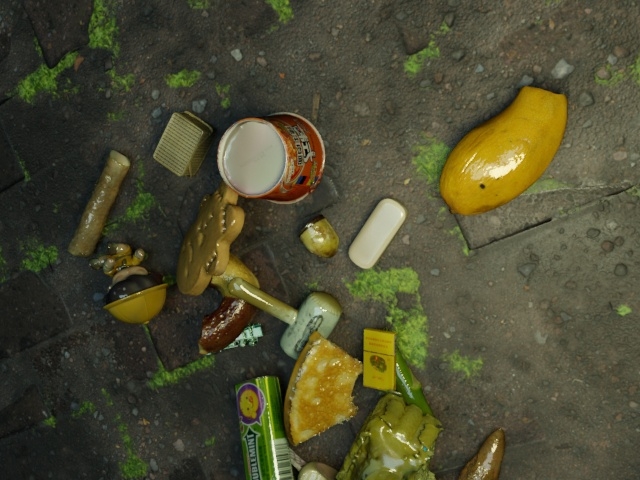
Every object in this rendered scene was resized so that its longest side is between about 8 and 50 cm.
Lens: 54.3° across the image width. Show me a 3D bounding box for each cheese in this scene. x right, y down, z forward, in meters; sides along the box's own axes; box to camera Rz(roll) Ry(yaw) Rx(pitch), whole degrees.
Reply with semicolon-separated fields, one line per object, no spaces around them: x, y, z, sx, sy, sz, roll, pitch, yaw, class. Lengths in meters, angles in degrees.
-0.014;0.650;1.705;0.286;0.163;0.082;29;90;30;cheese

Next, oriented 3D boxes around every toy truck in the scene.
-0.250;0.272;1.787;0.175;0.081;0.067;-13;93;3;toy truck

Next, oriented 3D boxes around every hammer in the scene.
-0.110;0.184;1.647;0.305;0.113;0.202;28;105;-12;hammer

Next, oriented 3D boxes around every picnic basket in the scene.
-0.380;-0.269;1.749;0.115;0.079;0.164;35;107;13;picnic basket

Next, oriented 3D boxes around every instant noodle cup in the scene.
-0.133;-0.209;1.605;0.250;0.192;0.251;3;99;20;instant noodle cup

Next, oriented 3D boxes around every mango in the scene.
0.422;-0.197;1.428;0.359;0.144;0.187;-41;85;18;mango

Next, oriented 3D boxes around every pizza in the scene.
0.009;0.384;1.649;0.089;0.222;0.324;37;118;57;pizza

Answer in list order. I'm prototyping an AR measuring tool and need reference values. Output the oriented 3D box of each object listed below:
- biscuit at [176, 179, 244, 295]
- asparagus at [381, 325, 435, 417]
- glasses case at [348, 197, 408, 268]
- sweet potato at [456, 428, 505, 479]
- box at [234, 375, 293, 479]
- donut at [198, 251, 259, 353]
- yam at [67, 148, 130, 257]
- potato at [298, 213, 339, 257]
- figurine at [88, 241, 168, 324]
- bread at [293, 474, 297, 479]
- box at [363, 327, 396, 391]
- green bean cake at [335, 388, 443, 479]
-0.312;-0.001;1.693;0.355;0.052;0.275;-48;41;35;biscuit
0.213;0.358;1.623;0.067;0.060;0.278;-32;85;31;asparagus
0.147;-0.018;1.602;0.083;0.050;0.196;37;108;10;glasses case
0.398;0.635;1.578;0.113;0.092;0.342;2;99;-5;sweet potato
-0.154;0.554;1.700;0.134;0.097;0.346;-22;68;32;box
-0.246;0.173;1.708;0.151;0.112;0.295;9;81;2;donut
-0.664;-0.105;1.880;0.081;0.081;0.357;35;109;13;yam
0.000;0.000;1.653;0.103;0.066;0.096;44;113;8;potato
-0.554;0.126;1.826;0.192;0.167;0.257;-27;59;-8;figurine
-0.096;0.736;1.759;0.129;0.114;0.111;47;111;8;bread
0.152;0.306;1.602;0.086;0.023;0.155;5;102;26;box
0.202;0.572;1.545;0.284;0.202;0.310;29;124;15;green bean cake
